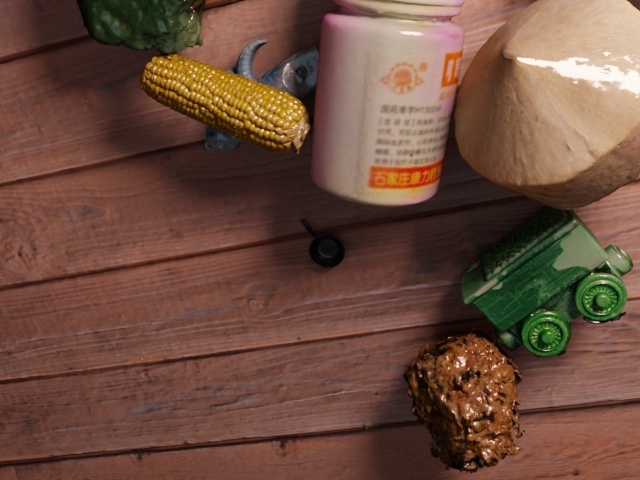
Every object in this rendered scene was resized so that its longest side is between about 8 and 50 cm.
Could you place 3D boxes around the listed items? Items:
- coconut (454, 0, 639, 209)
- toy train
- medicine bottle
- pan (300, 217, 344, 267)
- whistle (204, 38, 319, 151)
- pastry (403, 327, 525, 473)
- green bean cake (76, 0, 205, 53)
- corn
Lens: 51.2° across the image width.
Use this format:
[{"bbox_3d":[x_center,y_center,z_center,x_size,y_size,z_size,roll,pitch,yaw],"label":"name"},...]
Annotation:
[{"bbox_3d":[0.339,-0.196,0.962,0.328,0.329,0.329,4,114,8],"label":"coconut"},{"bbox_3d":[0.395,0.075,1.166,0.266,0.145,0.202,-41,98,20],"label":"toy train"},{"bbox_3d":[0.103,-0.265,1.031,0.219,0.219,0.388,8,113,7],"label":"medicine bottle"},{"bbox_3d":[0.000,-0.001,1.267,0.068,0.023,0.115,-29,108,21],"label":"pan"},{"bbox_3d":[-0.096,-0.235,1.146,0.269,0.093,0.180,-35,98,20],"label":"whistle"},{"bbox_3d":[0.250,0.286,1.216,0.192,0.275,0.275,6,115,-12],"label":"pastry"},{"bbox_3d":[-0.219,-0.454,1.033,0.300,0.169,0.308,9,115,8],"label":"green bean cake"},{"bbox_3d":[-0.152,-0.224,1.072,0.293,0.106,0.106,25,115,8],"label":"corn"}]
